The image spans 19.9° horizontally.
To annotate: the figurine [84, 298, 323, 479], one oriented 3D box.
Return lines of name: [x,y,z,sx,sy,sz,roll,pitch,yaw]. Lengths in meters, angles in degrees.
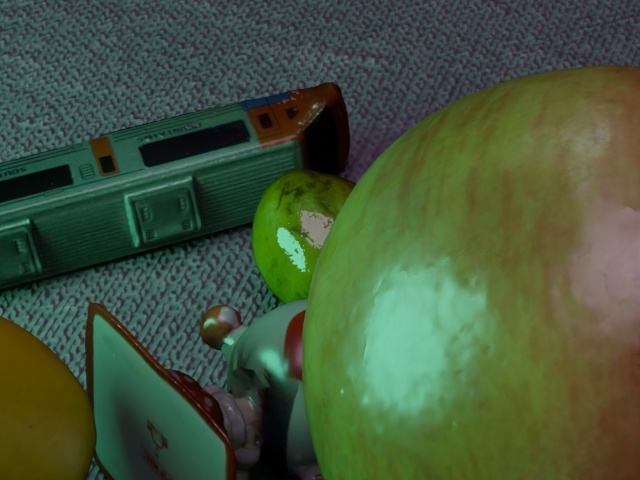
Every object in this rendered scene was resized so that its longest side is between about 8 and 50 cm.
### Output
figurine: [-0.024,0.108,1.296,0.226,0.160,0.183,-22,45,-30]

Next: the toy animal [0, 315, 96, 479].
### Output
toy animal: [-0.291,0.187,1.197,0.246,0.345,0.277,-20,9,35]

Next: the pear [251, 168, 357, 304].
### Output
pear: [0.000,0.000,1.423,0.107,0.107,0.131,-6,52,0]

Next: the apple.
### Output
apple: [0.173,0.088,1.107,0.391,0.391,0.347,3,57,10]

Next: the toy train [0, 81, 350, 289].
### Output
toy train: [-0.164,-0.035,1.494,0.409,0.086,0.089,-14,44,-10]
